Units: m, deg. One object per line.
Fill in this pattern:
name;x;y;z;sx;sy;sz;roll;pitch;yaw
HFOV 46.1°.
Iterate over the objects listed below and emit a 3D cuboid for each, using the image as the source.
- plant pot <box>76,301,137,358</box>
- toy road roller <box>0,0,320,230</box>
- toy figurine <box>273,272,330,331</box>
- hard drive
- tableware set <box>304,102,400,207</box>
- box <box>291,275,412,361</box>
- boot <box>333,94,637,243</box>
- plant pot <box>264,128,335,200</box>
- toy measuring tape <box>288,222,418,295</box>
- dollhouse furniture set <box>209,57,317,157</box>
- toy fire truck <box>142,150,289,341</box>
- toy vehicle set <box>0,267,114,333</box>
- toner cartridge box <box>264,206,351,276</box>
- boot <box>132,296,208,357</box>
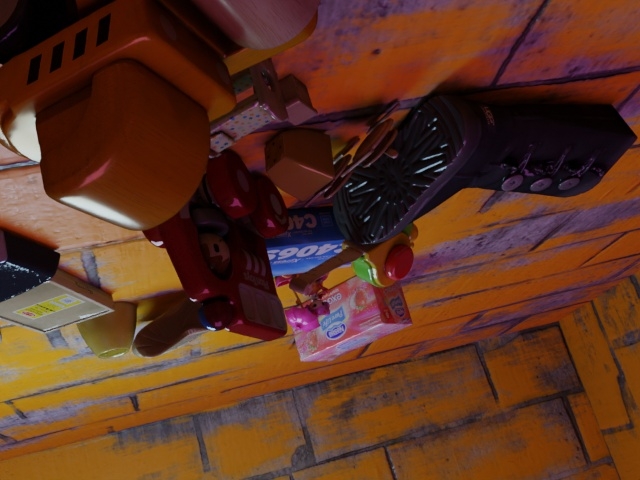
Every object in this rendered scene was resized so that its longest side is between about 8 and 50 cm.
plant pot;-0.464;0.204;1.655;0.134;0.095;0.134;-14;161;-5
toy road roller;-0.150;-0.157;0.693;0.329;0.241;0.202;-22;160;17
toy figurine;-0.031;0.126;1.698;0.173;0.159;0.130;-8;159;-25
hard drive;-0.578;0.064;1.238;0.254;0.054;0.172;-20;160;10
tableware set;0.059;-0.118;1.161;0.194;0.039;0.128;-37;-163;49
box;0.076;0.209;2.023;0.300;0.154;0.142;-29;158;34
boot;0.291;-0.119;1.346;0.445;0.146;0.367;-7;161;-37
plant pot;-0.038;-0.121;1.138;0.083;0.081;0.081;18;143;-37
toy measuring tape;0.072;0.053;1.367;0.330;0.121;0.121;-30;173;-39
dollhouse furniture set;-0.114;-0.144;0.972;0.181;0.101;0.161;-24;159;21
toy fire truck;-0.149;0.023;1.173;0.169;0.254;0.302;-22;160;15
toy vehicle set;-0.531;0.118;1.452;0.165;0.035;0.267;-18;161;4
toner cartridge box;0.000;0.000;1.503;0.347;0.075;0.165;-7;160;-27
boot;-0.316;0.194;1.754;0.262;0.095;0.203;-31;179;-21
